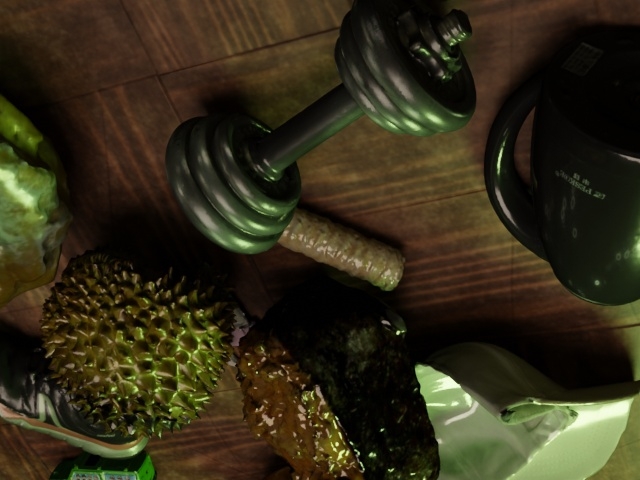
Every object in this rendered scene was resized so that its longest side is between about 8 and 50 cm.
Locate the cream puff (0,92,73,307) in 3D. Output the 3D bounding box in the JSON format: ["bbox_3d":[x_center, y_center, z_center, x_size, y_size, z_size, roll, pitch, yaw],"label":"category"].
[{"bbox_3d":[-0.493,-0.073,1.391,0.378,0.275,0.378,-14,138,-13],"label":"cream puff"}]

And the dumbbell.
[{"bbox_3d":[-0.004,-0.126,1.277,0.406,0.179,0.179,-32,116,31],"label":"dumbbell"}]

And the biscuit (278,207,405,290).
[{"bbox_3d":[0.000,0.000,1.455,0.219,0.055,0.061,23,135,-5],"label":"biscuit"}]

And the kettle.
[{"bbox_3d":[0.299,-0.066,1.273,0.268,0.207,0.290,31,144,25],"label":"kettle"}]

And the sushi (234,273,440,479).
[{"bbox_3d":[0.008,0.220,1.504,0.234,0.207,0.348,6,125,50],"label":"sushi"}]

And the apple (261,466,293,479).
[{"bbox_3d":[-0.037,0.400,1.730,0.146,0.146,0.131,12,109,2],"label":"apple"}]

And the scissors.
[{"bbox_3d":[-0.111,0.102,1.582,0.110,0.021,0.212,-12,125,24],"label":"scissors"}]

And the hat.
[{"bbox_3d":[0.267,0.208,1.529,0.301,0.168,0.258,-8,143,-13],"label":"hat"}]

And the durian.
[{"bbox_3d":[-0.226,0.125,1.478,0.258,0.293,0.258,0,86,1],"label":"durian"}]

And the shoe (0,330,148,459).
[{"bbox_3d":[-0.356,0.205,1.656,0.291,0.114,0.137,28,134,-14],"label":"shoe"}]

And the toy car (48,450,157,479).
[{"bbox_3d":[-0.337,0.360,1.810,0.165,0.071,0.062,1,113,12],"label":"toy car"}]
